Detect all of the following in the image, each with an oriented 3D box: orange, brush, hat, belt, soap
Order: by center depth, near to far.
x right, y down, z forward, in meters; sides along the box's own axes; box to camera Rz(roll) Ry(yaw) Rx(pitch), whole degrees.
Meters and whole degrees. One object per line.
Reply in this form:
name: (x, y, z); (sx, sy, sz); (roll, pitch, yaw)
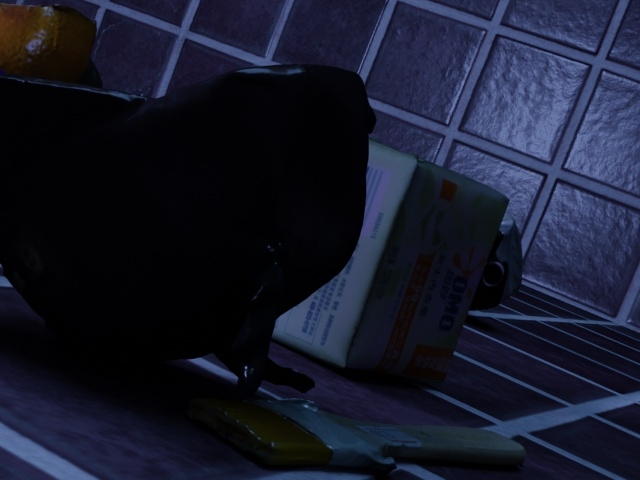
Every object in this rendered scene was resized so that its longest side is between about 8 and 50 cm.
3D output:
hat: (-0.115, 0.021, 0.769); (0.336, 0.208, 0.238); (-7, -18, -18)
brush: (0.048, 0.133, 0.840); (0.085, 0.020, 0.337); (25, 6, 37)
soap: (0.052, 0.014, 1.131); (0.138, 0.199, 0.182); (21, 3, 35)
orange: (-0.507, -0.298, 1.910); (0.310, 0.274, 0.274); (-32, 36, -26)
belt: (0.195, 0.023, 1.925); (0.184, 0.164, 0.289); (-10, 18, -21)

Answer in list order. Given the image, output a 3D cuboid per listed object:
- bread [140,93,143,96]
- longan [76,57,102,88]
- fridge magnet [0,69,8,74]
bread: (-0.228, -0.119, 1.708); (0.274, 0.149, 0.274); (16, 2, 0)
longan: (-0.504, -0.298, 2.304); (0.198, 0.198, 0.212); (21, -6, -6)
fridge magnet: (-0.467, -0.185, 1.599); (0.266, 0.112, 0.265); (22, 6, -2)
